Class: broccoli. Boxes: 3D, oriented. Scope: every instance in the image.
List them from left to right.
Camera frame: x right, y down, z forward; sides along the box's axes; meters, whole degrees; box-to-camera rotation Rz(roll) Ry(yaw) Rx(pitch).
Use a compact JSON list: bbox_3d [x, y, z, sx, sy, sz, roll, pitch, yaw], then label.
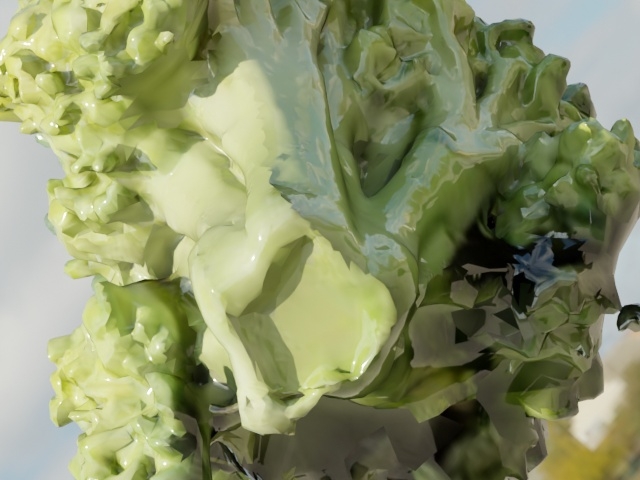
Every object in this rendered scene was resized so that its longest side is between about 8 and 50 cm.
[{"bbox_3d":[0.004,-0.010,0.845,0.293,0.347,0.281,-10,20,4],"label":"broccoli"}]
